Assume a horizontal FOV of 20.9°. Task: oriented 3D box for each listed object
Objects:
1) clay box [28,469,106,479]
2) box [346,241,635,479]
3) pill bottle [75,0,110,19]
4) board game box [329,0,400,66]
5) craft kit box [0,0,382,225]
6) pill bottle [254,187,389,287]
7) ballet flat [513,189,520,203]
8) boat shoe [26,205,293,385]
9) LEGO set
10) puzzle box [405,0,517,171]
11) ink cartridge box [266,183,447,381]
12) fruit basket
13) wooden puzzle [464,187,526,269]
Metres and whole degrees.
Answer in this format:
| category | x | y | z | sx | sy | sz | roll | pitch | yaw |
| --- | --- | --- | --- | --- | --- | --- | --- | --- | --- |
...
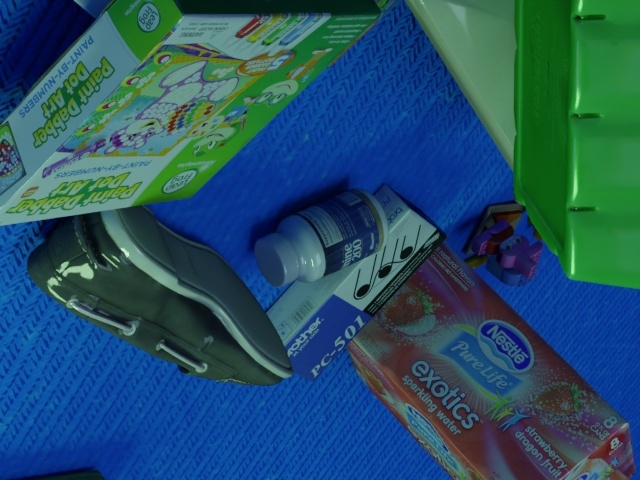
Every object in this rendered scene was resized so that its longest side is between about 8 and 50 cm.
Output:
| category | x | y | z | sx | sy | sz | roll | pitch | yaw |
| --- | --- | --- | --- | --- | --- | --- | --- | --- | --- |
| clay box | -0.308 | 0.290 | 1.644 | 0.222 | 0.053 | 0.127 | 0 | 129 | -48 |
| box | 0.172 | 0.163 | 1.809 | 0.154 | 0.300 | 0.142 | -37 | 149 | -10 |
| pill bottle | -0.112 | -0.225 | 1.202 | 0.160 | 0.087 | 0.087 | -47 | 150 | 8 |
| board game box | 0.086 | -0.267 | 1.416 | 0.281 | 0.027 | 0.145 | -43 | 160 | 0 |
| craft kit box | -0.111 | -0.110 | 1.283 | 0.246 | 0.061 | 0.250 | -38 | 165 | 32 |
| pill bottle | 0.000 | 0.000 | 1.634 | 0.120 | 0.067 | 0.067 | -24 | 145 | -30 |
| ballet flat | 0.334 | -0.095 | 1.618 | 0.316 | 0.107 | 0.106 | -32 | 110 | 9 |
| boat shoe | -0.136 | 0.056 | 1.521 | 0.095 | 0.112 | 0.335 | -30 | 146 | 12 |
| LEGO set | 0.271 | 0.003 | 1.911 | 0.227 | 0.093 | 0.087 | -32 | 150 | -32 |
| puzzle box | 0.286 | -0.250 | 1.505 | 0.409 | 0.052 | 0.272 | -40 | 126 | -5 |
| ink cartridge box | 0.028 | 0.045 | 1.745 | 0.207 | 0.046 | 0.097 | -47 | 149 | 7 |
| fruit basket | 0.355 | -0.142 | 1.386 | 0.392 | 0.283 | 0.392 | -5 | 118 | -9 |
| wooden puzzle | 0.195 | -0.012 | 1.904 | 0.078 | 0.014 | 0.116 | -17 | 140 | -38 |
